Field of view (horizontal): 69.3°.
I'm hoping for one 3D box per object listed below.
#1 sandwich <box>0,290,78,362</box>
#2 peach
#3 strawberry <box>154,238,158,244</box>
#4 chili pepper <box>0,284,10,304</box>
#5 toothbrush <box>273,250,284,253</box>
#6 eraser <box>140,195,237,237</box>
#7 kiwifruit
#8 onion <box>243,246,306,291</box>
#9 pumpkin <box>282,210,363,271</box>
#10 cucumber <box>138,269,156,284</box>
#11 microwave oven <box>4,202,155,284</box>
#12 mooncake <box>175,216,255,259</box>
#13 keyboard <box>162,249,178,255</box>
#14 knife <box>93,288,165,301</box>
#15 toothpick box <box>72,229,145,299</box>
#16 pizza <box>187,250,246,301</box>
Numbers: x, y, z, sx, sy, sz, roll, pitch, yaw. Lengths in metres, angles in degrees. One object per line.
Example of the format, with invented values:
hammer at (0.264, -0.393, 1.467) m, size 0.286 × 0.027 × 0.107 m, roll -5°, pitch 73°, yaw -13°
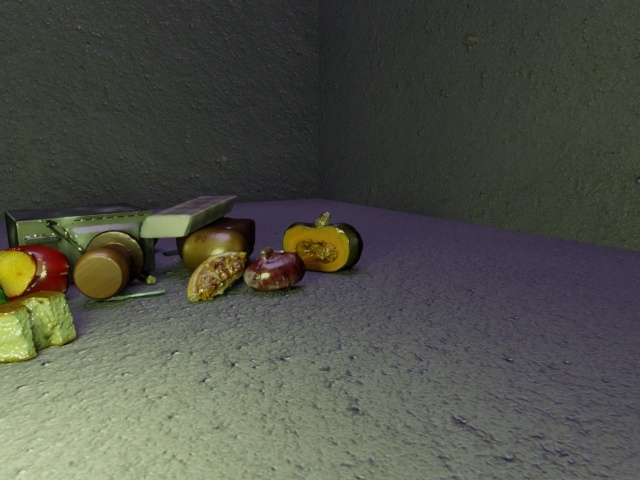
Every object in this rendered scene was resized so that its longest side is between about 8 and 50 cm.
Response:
sandwich at (-0.688, 0.201, 1.032) m, size 0.128 × 0.122 × 0.236 m, roll 1°, pitch 13°, yaw 23°
peach at (-0.851, 0.105, 1.331) m, size 0.226 × 0.189 × 0.196 m, roll -2°, pitch 25°, yaw -36°
strawberry at (-0.817, 0.003, 2.091) m, size 0.236 × 0.106 × 0.175 m, roll 9°, pitch 51°, yaw 43°
chili pepper at (-0.985, 0.146, 1.201) m, size 0.385 × 0.167 × 0.213 m, roll 20°, pitch 45°, yaw 19°
toothbrush at (-0.118, 0.052, 2.019) m, size 0.269 × 0.021 × 0.027 m, roll 3°, pitch 17°, yaw 10°
eraser at (-0.490, -0.101, 1.779) m, size 0.213 × 0.082 × 0.397 m, roll 0°, pitch 16°, yaw 14°
kiwifruit at (-0.369, 0.047, 1.622) m, size 0.234 × 0.195 × 0.196 m, roll 5°, pitch 12°, yaw 10°
onion at (-0.144, 0.104, 1.484) m, size 0.206 × 0.151 × 0.098 m, roll -19°, pitch 30°, yaw -11°
pumpkin at (0.000, 0.000, 1.775) m, size 0.317 × 0.221 × 0.139 m, roll 5°, pitch 13°, yaw 26°
cucumber at (-0.609, 0.127, 1.615) m, size 0.034 × 0.033 × 0.135 m, roll 39°, pitch -15°, yaw -36°
microwave oven at (-0.876, 0.004, 1.705) m, size 0.432 × 0.236 × 0.374 m, roll -9°, pitch 14°, yaw -38°
mooncake at (-0.425, -0.003, 1.885) m, size 0.326 × 0.174 × 0.334 m, roll -4°, pitch 13°, yaw 8°
keyboard at (-0.608, 0.047, 2.059) m, size 0.176 × 0.014 × 0.055 m, roll -9°, pitch 13°, yaw -37°
knife at (-0.591, 0.171, 1.435) m, size 0.210 × 0.015 × 0.028 m, roll -6°, pitch 18°, yaw -20°
toothpick box at (-0.665, 0.075, 1.462) m, size 0.192 × 0.192 × 0.294 m, roll -3°, pitch 11°, yaw -13°
pizza at (-0.323, 0.102, 1.453) m, size 0.246 × 0.058 × 0.127 m, roll -29°, pitch 69°, yaw -33°
